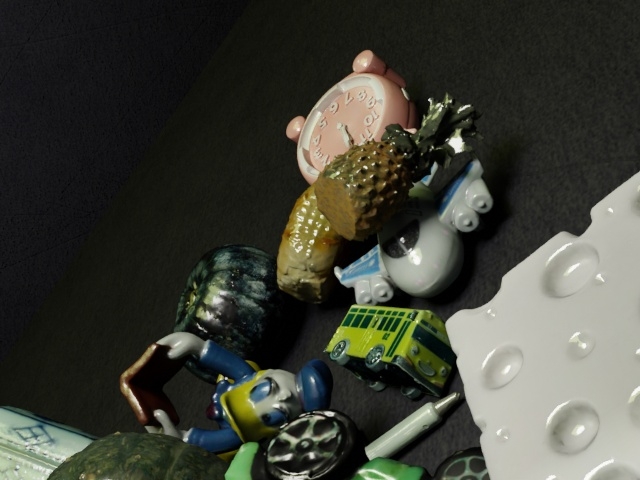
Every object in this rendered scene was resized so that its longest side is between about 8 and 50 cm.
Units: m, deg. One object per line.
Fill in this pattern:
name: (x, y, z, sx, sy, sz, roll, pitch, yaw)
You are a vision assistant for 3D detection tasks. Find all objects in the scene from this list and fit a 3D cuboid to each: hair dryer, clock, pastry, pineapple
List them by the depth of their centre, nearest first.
hair dryer: (0.095, 0.225, 1.084, 0.183, 0.044, 0.155, -44, 27, 5)
pineapple: (0.111, -0.105, 1.174, 0.251, 0.125, 0.125, -38, 19, -22)
pastry: (0.000, 0.000, 1.382, 0.182, 0.093, 0.192, 65, -136, -70)
clock: (0.074, -0.163, 1.515, 0.227, 0.142, 0.241, -43, 37, 21)

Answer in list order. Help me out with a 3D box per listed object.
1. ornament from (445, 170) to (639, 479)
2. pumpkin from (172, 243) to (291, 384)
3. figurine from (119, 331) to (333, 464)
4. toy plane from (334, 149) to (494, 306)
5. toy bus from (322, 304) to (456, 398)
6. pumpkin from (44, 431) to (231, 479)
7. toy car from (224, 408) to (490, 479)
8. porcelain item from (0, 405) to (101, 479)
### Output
ornament: (0.275, 0.127, 0.665, 0.240, 0.240, 0.239, -42, 28, 20)
pumpkin: (-0.144, 0.120, 1.452, 0.233, 0.163, 0.233, -57, 18, 31)
figurine: (-0.102, 0.192, 1.152, 0.338, 0.284, 0.204, -24, 45, 50)
toy plane: (0.126, -0.021, 1.247, 0.267, 0.123, 0.266, -38, 32, 29)
toy bus: (0.092, 0.135, 1.137, 0.175, 0.088, 0.101, -3, 51, 60)
pumpkin: (-0.186, 0.375, 0.994, 0.291, 0.328, 0.257, -52, -14, -2)
toy car: (0.041, 0.286, 0.769, 0.359, 0.213, 0.176, 4, 39, 38)
porcelain item: (-0.402, 0.374, 1.380, 0.286, 0.281, 0.157, 14, 65, 18)
